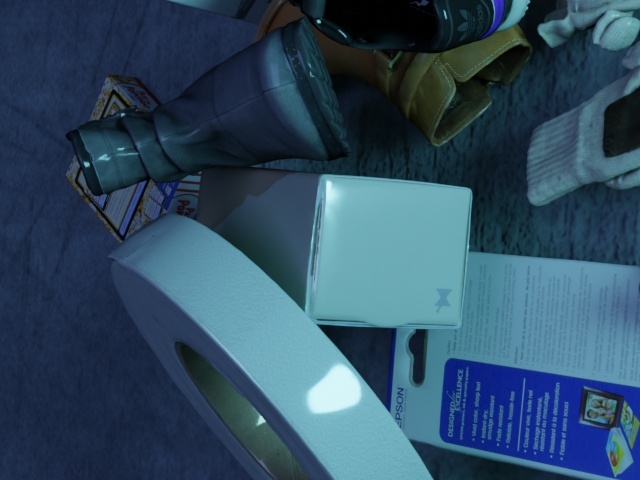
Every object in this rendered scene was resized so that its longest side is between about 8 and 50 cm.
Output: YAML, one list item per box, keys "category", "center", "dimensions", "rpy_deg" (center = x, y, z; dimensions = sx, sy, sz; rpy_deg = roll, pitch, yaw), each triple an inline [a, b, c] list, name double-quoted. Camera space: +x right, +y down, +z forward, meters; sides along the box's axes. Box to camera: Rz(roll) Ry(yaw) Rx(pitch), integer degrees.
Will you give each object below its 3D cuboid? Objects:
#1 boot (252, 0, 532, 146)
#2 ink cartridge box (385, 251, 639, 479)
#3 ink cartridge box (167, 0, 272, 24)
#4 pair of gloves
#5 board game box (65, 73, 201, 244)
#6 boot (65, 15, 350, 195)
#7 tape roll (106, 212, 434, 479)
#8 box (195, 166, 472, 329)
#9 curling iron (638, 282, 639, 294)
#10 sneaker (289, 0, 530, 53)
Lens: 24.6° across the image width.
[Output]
- category: "boot"
  center: [0.062, -0.167, 1.370]
  dimensions: [0.283, 0.109, 0.220]
  rpy_deg: [-45, 61, 27]
- category: "ink cartridge box"
  center: [0.209, 0.104, 1.213]
  dimensions: [0.371, 0.069, 0.176]
  rpy_deg: [5, 91, 44]
- category: "ink cartridge box"
  center: [-0.107, -0.299, 1.455]
  dimensions: [0.092, 0.218, 0.158]
  rpy_deg: [-54, 53, 24]
- category: "pair of gloves"
  center: [0.240, -0.156, 1.159]
  dimensions: [0.204, 0.042, 0.240]
  rpy_deg: [-12, 62, 54]
- category: "board game box"
  center: [-0.209, -0.078, 1.676]
  dimensions: [0.193, 0.045, 0.147]
  rpy_deg: [47, 121, 37]
- category: "boot"
  center: [-0.102, -0.091, 1.232]
  dimensions: [0.338, 0.222, 0.118]
  rpy_deg: [155, 98, -85]
- category: "tape roll"
  center: [-0.038, 0.147, 1.286]
  dimensions: [0.392, 0.072, 0.392]
  rpy_deg: [46, 164, 17]
- category: "box"
  center: [0.000, 0.000, 1.310]
  dimensions: [0.311, 0.148, 0.121]
  rpy_deg: [-169, 84, -66]
- category: "curling iron"
  center: [0.275, -0.063, 1.123]
  dimensions: [0.068, 0.035, 0.274]
  rpy_deg: [-14, 62, 35]
- category: "sneaker"
  center: [0.016, -0.227, 1.228]
  dimensions: [0.293, 0.146, 0.102]
  rpy_deg: [20, 128, 28]
